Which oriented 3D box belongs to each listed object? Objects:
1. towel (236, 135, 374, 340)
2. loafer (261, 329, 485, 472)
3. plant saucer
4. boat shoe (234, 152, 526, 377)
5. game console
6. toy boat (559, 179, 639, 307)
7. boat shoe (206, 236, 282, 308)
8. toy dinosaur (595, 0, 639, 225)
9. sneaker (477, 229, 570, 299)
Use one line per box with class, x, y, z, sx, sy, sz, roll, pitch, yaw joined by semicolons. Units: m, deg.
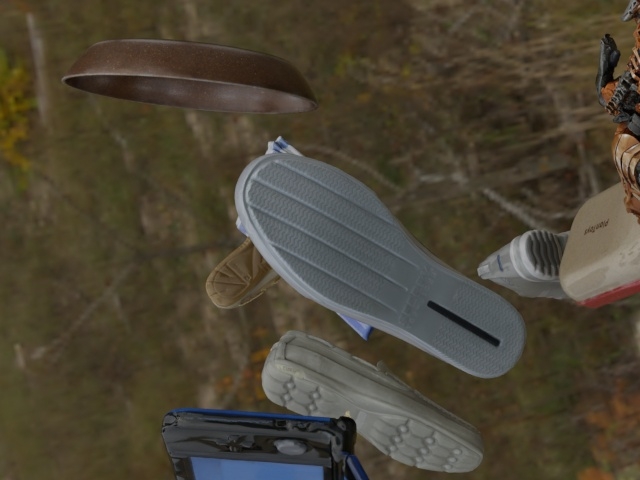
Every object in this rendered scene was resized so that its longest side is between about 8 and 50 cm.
towel;0.000;0.000;2.206;0.285;0.034;0.209;42;136;14
loafer;0.079;0.212;1.985;0.319;0.111;0.112;26;137;0
plant saucer;-0.084;-0.108;0.964;0.168;0.168;0.029;1;85;61
boat shoe;0.044;0.030;1.297;0.302;0.109;0.094;36;168;-17
game console;-0.019;0.292;1.366;0.293;0.250;0.173;88;-173;-59
toy boat;0.403;0.013;1.778;0.151;0.151;0.231;-70;13;-19
boat shoe;-0.060;0.017;1.669;0.063;0.170;0.059;50;168;12
toy dinosaur;0.347;-0.091;1.349;0.218;0.164;0.322;27;157;36
sneaker;0.347;0.040;2.277;0.115;0.281;0.105;-18;68;34
